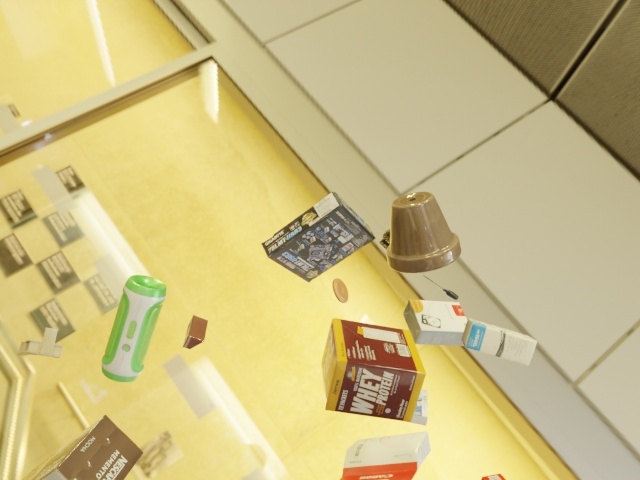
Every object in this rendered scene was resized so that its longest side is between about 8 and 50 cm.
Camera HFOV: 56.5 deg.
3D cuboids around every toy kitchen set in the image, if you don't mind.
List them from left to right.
[{"bbox_3d":[-0.710,0.262,1.520,0.075,0.083,0.068,-21,-123,45],"label":"toy kitchen set"}]

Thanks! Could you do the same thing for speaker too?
[{"bbox_3d":[-0.541,0.255,1.729,0.131,0.131,0.296,31,-75,47],"label":"speaker"}]

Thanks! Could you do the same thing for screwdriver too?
[{"bbox_3d":[0.440,0.175,2.190,0.170,0.025,0.024,28,3,-18],"label":"screwdriver"}]

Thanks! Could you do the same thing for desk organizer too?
[{"bbox_3d":[-0.375,0.279,1.795,0.050,0.047,0.130,24,18,-13],"label":"desk organizer"}]

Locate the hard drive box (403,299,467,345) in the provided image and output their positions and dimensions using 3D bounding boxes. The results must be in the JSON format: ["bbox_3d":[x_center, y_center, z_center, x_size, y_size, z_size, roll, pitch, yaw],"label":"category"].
[{"bbox_3d":[0.483,0.340,2.467,0.181,0.232,0.089,-106,-154,-50],"label":"hard drive box"}]

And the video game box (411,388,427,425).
[{"bbox_3d":[0.317,0.632,2.330,0.187,0.205,0.048,-63,161,-70],"label":"video game box"}]

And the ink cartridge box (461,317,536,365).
[{"bbox_3d":[0.567,0.323,1.907,0.203,0.085,0.148,17,1,9],"label":"ink cartridge box"}]

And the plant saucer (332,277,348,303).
[{"bbox_3d":[0.066,0.159,1.894,0.013,0.083,0.083,-25,-81,27],"label":"plant saucer"}]

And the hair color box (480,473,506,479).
[{"bbox_3d":[0.475,0.733,1.687,0.043,0.072,0.141,44,-53,56],"label":"hair color box"}]

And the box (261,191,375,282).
[{"bbox_3d":[0.000,0.000,1.986,0.295,0.293,0.073,38,22,-55],"label":"box"}]

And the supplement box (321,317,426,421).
[{"bbox_3d":[0.112,0.289,1.349,0.191,0.194,0.129,-97,-162,-69],"label":"supplement box"}]

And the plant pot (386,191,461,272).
[{"bbox_3d":[0.342,-0.041,2.085,0.263,0.263,0.229,16,-54,58],"label":"plant pot"}]

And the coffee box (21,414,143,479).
[{"bbox_3d":[-0.524,0.505,1.207,0.297,0.168,0.119,-37,-82,25],"label":"coffee box"}]

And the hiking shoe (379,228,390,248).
[{"bbox_3d":[0.308,-0.031,2.411,0.086,0.114,0.227,40,-15,-1],"label":"hiking shoe"}]

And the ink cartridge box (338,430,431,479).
[{"bbox_3d":[0.144,0.510,1.396,0.232,0.189,0.066,15,63,-67],"label":"ink cartridge box"}]
